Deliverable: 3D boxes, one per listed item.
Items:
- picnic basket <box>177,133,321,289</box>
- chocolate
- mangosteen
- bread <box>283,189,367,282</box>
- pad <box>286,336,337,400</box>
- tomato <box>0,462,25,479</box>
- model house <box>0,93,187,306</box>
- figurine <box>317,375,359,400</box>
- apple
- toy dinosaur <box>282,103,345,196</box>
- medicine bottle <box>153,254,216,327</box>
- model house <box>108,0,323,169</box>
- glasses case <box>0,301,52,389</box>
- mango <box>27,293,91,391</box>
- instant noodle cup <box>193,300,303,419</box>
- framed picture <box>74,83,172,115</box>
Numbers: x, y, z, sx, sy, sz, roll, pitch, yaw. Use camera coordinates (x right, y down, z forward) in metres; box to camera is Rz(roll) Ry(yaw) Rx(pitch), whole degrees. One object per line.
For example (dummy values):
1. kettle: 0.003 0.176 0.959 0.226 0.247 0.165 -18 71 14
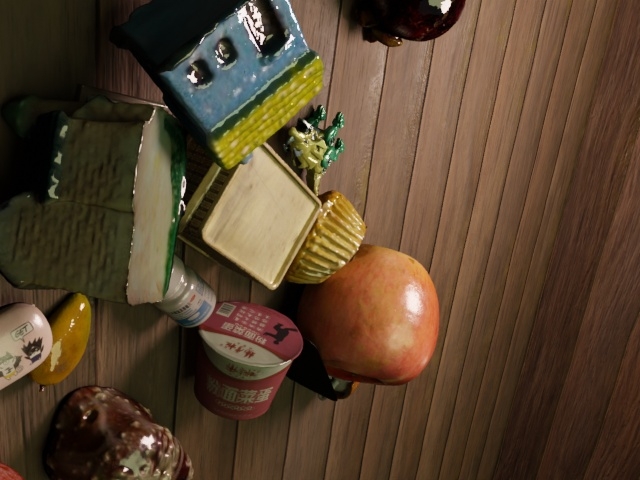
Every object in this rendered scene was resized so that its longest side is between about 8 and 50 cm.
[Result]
1. picnic basket: -0.170 -0.073 1.412 0.228 0.175 0.313 -61 148 -10
2. chocolate: -0.376 0.453 1.422 0.225 0.210 0.340 -49 141 -25
3. mangosteen: 0.192 -0.532 1.590 0.228 0.228 0.265 -12 156 -48
4. bread: -0.004 -0.001 1.627 0.139 0.240 0.240 32 81 -10
5. pad: -0.052 0.297 1.762 0.004 0.181 0.267 -51 143 -28
6. tomato: -0.595 0.477 1.147 0.270 0.227 0.270 20 90 -77
7. model house: -0.372 -0.066 1.101 0.243 0.284 0.298 65 32 -88
8. figurine: 0.072 0.339 1.987 0.271 0.143 0.143 -38 136 -30
9. apple: 0.121 0.182 1.779 0.364 0.364 0.363 -28 130 -40
10. toy dinosaur: -0.009 -0.192 1.622 0.153 0.094 0.259 -47 148 -23
11. medicine bottle: -0.288 0.095 1.416 0.105 0.105 0.168 -55 143 -14
12. model house: -0.144 -0.270 1.145 0.237 0.215 0.303 -41 142 -7
13. glasses case: -0.575 0.206 1.130 0.314 0.075 0.122 -30 115 -33
14. mango: -0.463 0.181 1.285 0.101 0.066 0.187 45 65 -53
15. instant noodle cup: -0.171 0.268 1.573 0.235 0.235 0.178 -13 128 -47
16. framed picture: -0.369 -0.131 1.259 0.189 0.023 0.259 6 106 -50
